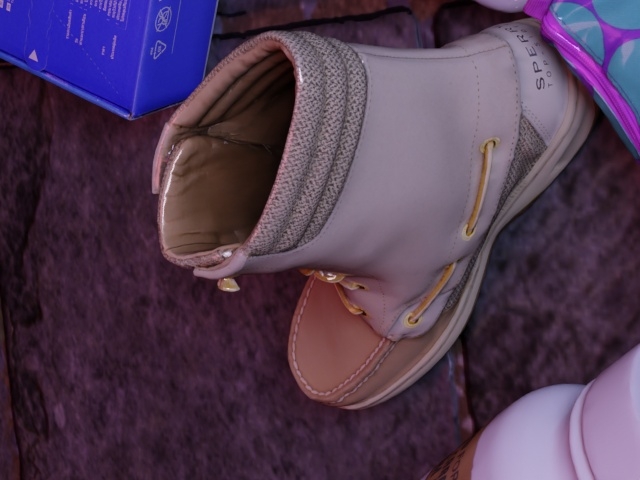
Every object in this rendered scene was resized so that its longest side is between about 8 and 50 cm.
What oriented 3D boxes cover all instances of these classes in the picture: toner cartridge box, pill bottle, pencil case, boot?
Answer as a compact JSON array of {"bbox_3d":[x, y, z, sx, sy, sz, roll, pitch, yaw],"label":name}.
[{"bbox_3d":[-0.126,-0.264,0.889,0.165,0.075,0.348,27,120,24],"label":"toner cartridge box"},{"bbox_3d":[0.111,0.141,0.694,0.229,0.131,0.131,-48,62,42],"label":"pill bottle"},{"bbox_3d":[0.154,-0.055,0.652,0.151,0.070,0.064,62,160,22],"label":"pencil case"},{"bbox_3d":[0.000,0.000,0.735,0.095,0.203,0.262,56,133,26],"label":"boot"}]

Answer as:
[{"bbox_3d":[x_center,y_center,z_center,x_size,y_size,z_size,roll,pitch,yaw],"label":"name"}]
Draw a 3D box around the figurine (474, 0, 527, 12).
[{"bbox_3d":[0.034,-0.230,0.754,0.209,0.092,0.215,22,114,54],"label":"figurine"}]
